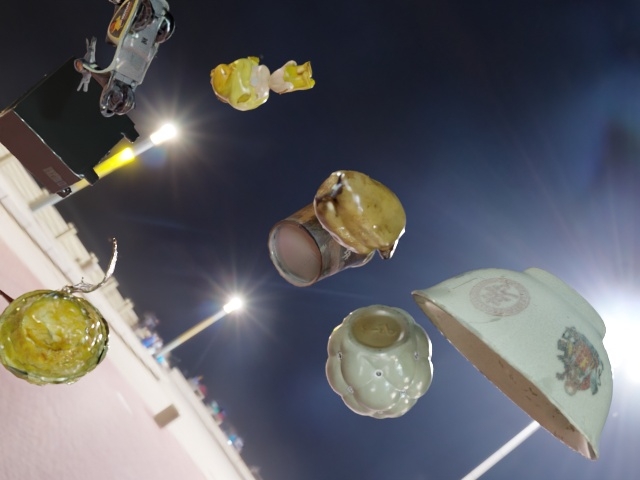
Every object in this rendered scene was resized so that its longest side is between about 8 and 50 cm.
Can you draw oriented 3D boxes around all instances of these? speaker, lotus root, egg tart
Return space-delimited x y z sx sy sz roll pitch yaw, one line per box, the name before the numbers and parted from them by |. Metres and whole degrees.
speaker | -0.632 -0.276 1.693 0.184 0.232 0.254 -10 -52 45
lotus root | 0.076 -0.040 1.167 0.125 0.118 0.221 -6 -31 41
egg tart | -0.510 0.176 1.300 0.212 0.213 0.090 54 -37 12

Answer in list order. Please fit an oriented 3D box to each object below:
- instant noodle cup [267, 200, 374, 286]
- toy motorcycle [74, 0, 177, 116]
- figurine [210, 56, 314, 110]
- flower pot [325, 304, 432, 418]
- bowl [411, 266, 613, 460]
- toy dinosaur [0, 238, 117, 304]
instant noodle cup | 0.000 0.000 1.686 0.217 0.207 0.217 18 -60 35
toy motorcycle | -0.372 -0.362 1.273 0.157 0.263 0.091 26 5 25
figurine | -0.143 -0.375 1.612 0.131 0.246 0.156 69 25 -52
flower pot | 0.129 0.261 1.493 0.246 0.246 0.195 43 -31 43
bowl | 0.392 0.178 1.255 0.435 0.196 0.435 45 -3 3
toy dinosaur | -0.730 0.115 1.900 0.113 0.327 0.206 69 24 -9
